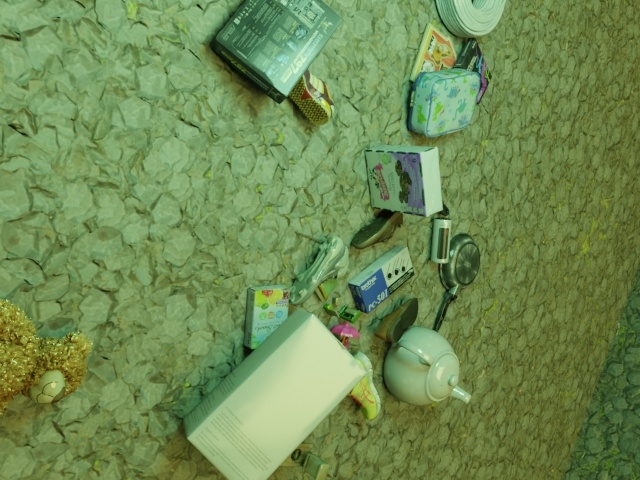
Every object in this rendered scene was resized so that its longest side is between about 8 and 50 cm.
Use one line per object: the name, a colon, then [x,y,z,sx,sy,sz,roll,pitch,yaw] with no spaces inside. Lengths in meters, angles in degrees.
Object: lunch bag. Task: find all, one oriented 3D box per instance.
lunch bag: [0.343,-0.384,1.558,0.218,0.090,0.176,-21,127,-35]

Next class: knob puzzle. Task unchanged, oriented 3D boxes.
knob puzzle: [0.345,-0.493,1.590,0.213,0.030,0.213,-10,105,-39]

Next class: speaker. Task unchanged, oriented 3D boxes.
speaker: [0.368,-0.002,1.698,0.055,0.055,0.136,-5,103,-39]

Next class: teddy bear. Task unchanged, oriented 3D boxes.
teddy bear: [-0.555,0.211,0.924,0.338,0.113,0.245,44,73,-37]

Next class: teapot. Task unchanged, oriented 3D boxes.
teapot: [0.323,0.384,1.655,0.255,0.187,0.253,-11,106,-37]

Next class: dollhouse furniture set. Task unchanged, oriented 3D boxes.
dollhouse furniture set: [0.045,0.151,1.453,0.076,0.058,0.152,-46,125,-24]
dollhouse furniture set: [-0.057,0.462,1.351,0.101,0.181,0.161,23,84,-41]

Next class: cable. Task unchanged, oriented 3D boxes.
cable: [0.430,-0.712,1.578,0.257,0.089,0.257,18,88,-40]

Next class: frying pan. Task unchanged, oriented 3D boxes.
frying pan: [0.422,0.120,1.779,0.326,0.053,0.197,-54,127,-22]

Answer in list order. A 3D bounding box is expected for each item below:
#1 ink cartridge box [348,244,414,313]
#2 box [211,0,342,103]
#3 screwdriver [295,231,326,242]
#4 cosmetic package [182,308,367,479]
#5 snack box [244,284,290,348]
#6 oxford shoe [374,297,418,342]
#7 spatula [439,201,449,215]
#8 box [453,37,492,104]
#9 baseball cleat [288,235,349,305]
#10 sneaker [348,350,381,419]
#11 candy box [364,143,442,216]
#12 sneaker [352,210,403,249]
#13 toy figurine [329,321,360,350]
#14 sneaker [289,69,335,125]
ink cartridge box: [0.175,0.106,1.562,0.207,0.046,0.097,-35,119,-30]
box: [-0.088,-0.436,1.174,0.183,0.059,0.233,36,75,-13]
screwdriver: [0.000,0.000,1.416,0.169,0.025,0.024,18,88,-32]
cosmetic package: [-0.102,0.347,1.235,0.365,0.155,0.197,-42,100,-15]
snack box: [-0.127,0.181,1.327,0.100,0.037,0.141,-1,100,-39]
oxford shoe: [0.224,0.222,1.620,0.212,0.076,0.076,-31,117,-50]
spatula: [0.299,-0.158,1.621,0.296,0.030,0.084,40,71,-38]
box: [0.460,-0.507,1.672,0.162,0.029,0.116,44,67,-41]
baseball cleat: [0.006,0.090,1.390,0.206,0.072,0.109,-53,131,-6]
sneaker: [0.103,0.416,1.554,0.094,0.081,0.209,-23,107,-27]
candy box: [0.213,-0.158,1.438,0.070,0.196,0.165,-23,113,-34]
sneaker: [0.166,-0.019,1.515,0.188,0.066,0.071,-39,123,-27]
toy figurine: [0.047,0.299,1.466,0.159,0.130,0.173,-54,150,-29]
sneaker: [-0.033,-0.357,1.283,0.185,0.069,0.084,54,38,-26]
